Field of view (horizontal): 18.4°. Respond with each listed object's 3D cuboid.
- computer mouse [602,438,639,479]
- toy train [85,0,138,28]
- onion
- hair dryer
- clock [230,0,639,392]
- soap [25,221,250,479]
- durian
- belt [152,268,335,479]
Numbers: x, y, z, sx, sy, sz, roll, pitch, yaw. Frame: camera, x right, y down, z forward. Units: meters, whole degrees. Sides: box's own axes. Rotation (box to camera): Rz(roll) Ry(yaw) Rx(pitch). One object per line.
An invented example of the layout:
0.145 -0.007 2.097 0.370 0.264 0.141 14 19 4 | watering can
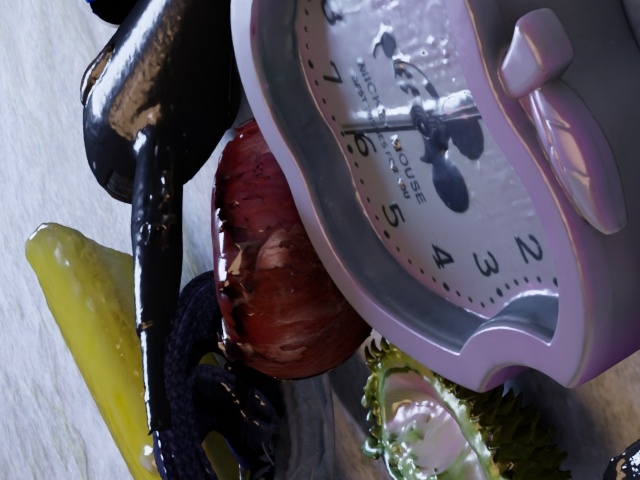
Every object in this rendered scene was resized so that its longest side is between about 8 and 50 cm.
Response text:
0.205 0.161 1.138 0.106 0.062 0.192 54 153 24 | computer mouse
-0.151 -0.239 1.450 0.131 0.082 0.204 54 155 22 | toy train
0.000 0.000 1.311 0.147 0.184 0.184 -9 111 22 | onion
-0.099 -0.036 1.378 0.304 0.120 0.359 123 151 -52 | hair dryer
0.080 -0.079 1.111 0.338 0.102 0.338 45 149 36 | clock
-0.114 0.180 1.725 0.427 0.115 0.306 62 167 10 | soap
0.101 0.132 1.290 0.220 0.095 0.137 36 127 49 | durian
-0.059 0.146 1.522 0.126 0.139 0.230 98 166 -62 | belt
